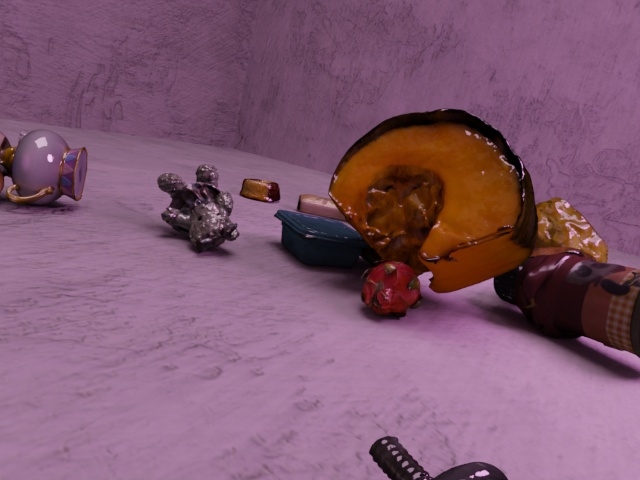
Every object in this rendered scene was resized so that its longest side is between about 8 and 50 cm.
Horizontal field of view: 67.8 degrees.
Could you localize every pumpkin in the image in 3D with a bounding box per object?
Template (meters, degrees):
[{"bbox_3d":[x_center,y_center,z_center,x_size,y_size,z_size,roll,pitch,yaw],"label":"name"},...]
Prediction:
[{"bbox_3d":[0.188,-0.060,0.769,0.303,0.256,0.225,42,-6,30],"label":"pumpkin"}]

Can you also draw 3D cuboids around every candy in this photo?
[{"bbox_3d":[0.476,0.063,0.940,0.143,0.101,0.272,-15,-25,42],"label":"candy"}]

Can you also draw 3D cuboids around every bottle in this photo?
[{"bbox_3d":[0.403,0.091,0.762,0.156,0.143,0.271,34,-11,-33],"label":"bottle"}]

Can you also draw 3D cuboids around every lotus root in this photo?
[{"bbox_3d":[0.132,0.020,0.941,0.089,0.080,0.179,-25,25,-21],"label":"lotus root"}]

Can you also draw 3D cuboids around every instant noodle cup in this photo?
[{"bbox_3d":[0.000,0.000,0.929,0.157,0.070,0.179,8,13,-26],"label":"instant noodle cup"}]

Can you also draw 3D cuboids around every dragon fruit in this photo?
[{"bbox_3d":[0.110,0.071,0.700,0.116,0.080,0.086,6,4,-43],"label":"dragon fruit"}]

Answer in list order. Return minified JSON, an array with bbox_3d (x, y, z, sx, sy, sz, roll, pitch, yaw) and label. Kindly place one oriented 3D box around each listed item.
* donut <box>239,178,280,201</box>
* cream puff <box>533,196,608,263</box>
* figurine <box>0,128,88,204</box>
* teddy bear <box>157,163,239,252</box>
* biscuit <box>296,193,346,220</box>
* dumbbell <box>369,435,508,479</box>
[{"bbox_3d":[-0.184,-0.159,1.492,0.141,0.059,0.140,9,11,-2],"label":"donut"},{"bbox_3d":[0.649,0.022,1.298,0.281,0.185,0.281,50,15,-19],"label":"cream puff"},{"bbox_3d":[-0.559,-0.138,0.829,0.264,0.142,0.189,8,36,-19],"label":"figurine"},{"bbox_3d":[-0.216,-0.040,0.862,0.133,0.111,0.213,-16,49,-22],"label":"teddy bear"},{"bbox_3d":[0.024,-0.095,1.425,0.188,0.052,0.056,10,25,-6],"label":"biscuit"},{"bbox_3d":[0.101,0.175,0.217,0.082,0.081,0.254,5,14,-30],"label":"dumbbell"}]
